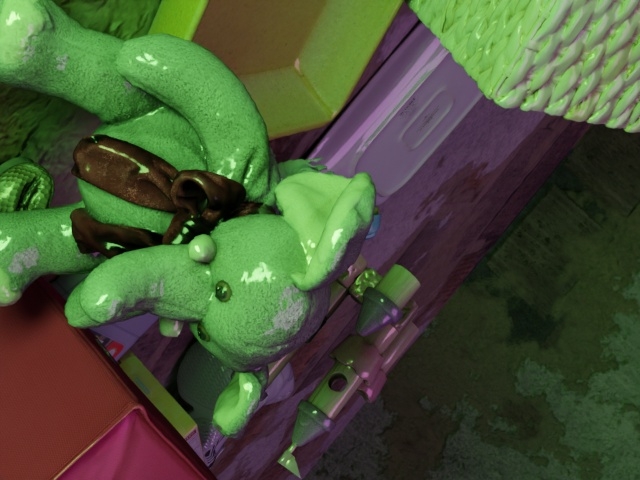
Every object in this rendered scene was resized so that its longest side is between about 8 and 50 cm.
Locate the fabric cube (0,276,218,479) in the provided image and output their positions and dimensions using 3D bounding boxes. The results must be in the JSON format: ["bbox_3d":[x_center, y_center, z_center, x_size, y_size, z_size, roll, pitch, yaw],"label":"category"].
[{"bbox_3d":[-0.269,0.225,0.960,0.259,0.258,0.254,-42,137,-13],"label":"fabric cube"}]

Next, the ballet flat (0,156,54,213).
[{"bbox_3d":[-0.320,0.034,0.891,0.250,0.058,0.084,-48,162,2],"label":"ballet flat"}]

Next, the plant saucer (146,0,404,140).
[{"bbox_3d":[-0.032,-0.236,0.941,0.333,0.081,0.333,-23,150,-52],"label":"plant saucer"}]

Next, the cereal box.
[{"bbox_3d":[-0.227,0.234,1.351,0.047,0.173,0.240,-39,160,-20],"label":"cereal box"}]

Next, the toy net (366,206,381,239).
[{"bbox_3d":[0.000,0.000,1.592,0.122,0.045,0.232,-20,178,39],"label":"toy net"}]

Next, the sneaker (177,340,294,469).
[{"bbox_3d":[-0.163,0.282,1.654,0.210,0.137,0.366,-17,142,-53],"label":"sneaker"}]

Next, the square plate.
[{"bbox_3d":[0.140,-0.188,1.492,0.347,0.049,0.344,-49,163,7],"label":"square plate"}]

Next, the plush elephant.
[{"bbox_3d":[-0.099,0.002,0.768,0.330,0.255,0.272,7,121,-27],"label":"plush elephant"}]

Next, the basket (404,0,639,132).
[{"bbox_3d":[0.302,-0.319,1.060,0.328,0.266,0.331,5,129,-34],"label":"basket"}]

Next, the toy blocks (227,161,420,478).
[{"bbox_3d":[-0.054,0.104,1.277,0.260,0.288,0.309,-49,166,-12],"label":"toy blocks"}]

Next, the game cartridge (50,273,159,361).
[{"bbox_3d":[-0.313,0.140,1.150,0.294,0.060,0.196,-46,158,-4],"label":"game cartridge"}]
